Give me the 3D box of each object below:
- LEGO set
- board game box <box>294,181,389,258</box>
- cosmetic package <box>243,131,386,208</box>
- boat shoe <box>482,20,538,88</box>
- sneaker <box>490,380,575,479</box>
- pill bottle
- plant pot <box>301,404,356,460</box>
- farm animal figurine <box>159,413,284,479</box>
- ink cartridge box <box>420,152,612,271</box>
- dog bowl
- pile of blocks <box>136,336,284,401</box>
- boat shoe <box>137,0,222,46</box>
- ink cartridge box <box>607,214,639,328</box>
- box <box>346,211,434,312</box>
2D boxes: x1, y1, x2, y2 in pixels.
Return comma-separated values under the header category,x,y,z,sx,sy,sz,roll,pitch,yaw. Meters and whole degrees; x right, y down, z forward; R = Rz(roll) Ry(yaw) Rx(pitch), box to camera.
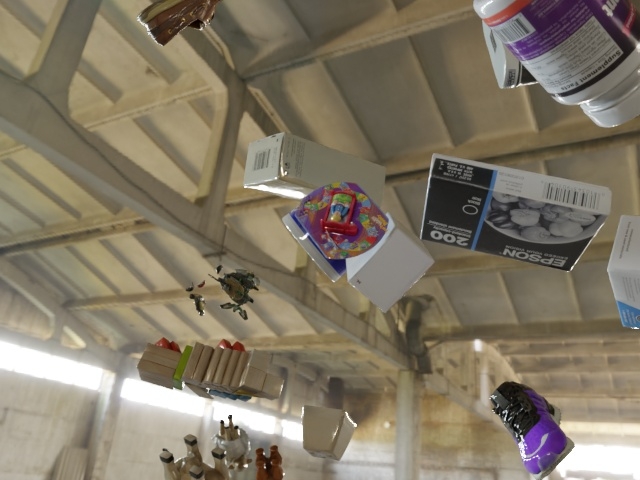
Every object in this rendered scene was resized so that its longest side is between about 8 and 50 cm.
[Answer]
category,x,y,z,sx,sy,sz,roll,pitch,yaw
LEGO set,-0.083,0.043,0.502,0.083,0.023,0.054,3,-67,27
board game box,0.036,-0.048,0.971,0.133,0.168,0.033,-29,-33,-12
cosmetic package,-0.010,-0.154,1.333,0.310,0.113,0.160,13,-9,-36
boat shoe,0.288,-0.317,0.827,0.070,0.219,0.077,-4,-24,4
sneaker,0.402,0.359,1.105,0.146,0.102,0.293,42,12,11
pill bottle,0.257,-0.208,0.560,0.193,0.108,0.108,39,-36,-18
plant pot,0.014,0.462,1.321,0.109,0.096,0.109,0,-35,21
farm animal figurine,-0.243,0.556,1.182,0.331,0.172,0.327,-17,20,-32
ink cartridge box,0.238,-0.018,0.731,0.207,0.045,0.208,13,-26,13
dog bowl,0.000,0.000,1.767,0.104,0.265,0.265,-40,-34,1
pile of blocks,-0.243,0.286,1.267,0.363,0.112,0.149,5,-34,18
boat shoe,-0.197,-0.358,0.866,0.064,0.178,0.060,1,-55,56
ink cartridge box,0.892,0.096,1.243,0.395,0.166,0.285,7,-31,39
box,0.123,0.036,1.029,0.091,0.130,0.170,41,11,-8
